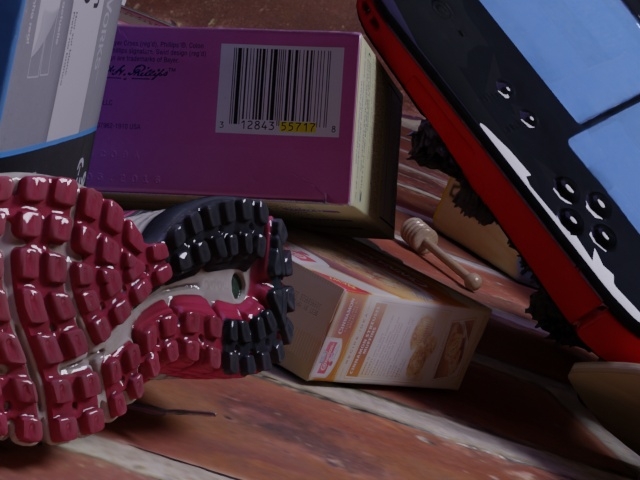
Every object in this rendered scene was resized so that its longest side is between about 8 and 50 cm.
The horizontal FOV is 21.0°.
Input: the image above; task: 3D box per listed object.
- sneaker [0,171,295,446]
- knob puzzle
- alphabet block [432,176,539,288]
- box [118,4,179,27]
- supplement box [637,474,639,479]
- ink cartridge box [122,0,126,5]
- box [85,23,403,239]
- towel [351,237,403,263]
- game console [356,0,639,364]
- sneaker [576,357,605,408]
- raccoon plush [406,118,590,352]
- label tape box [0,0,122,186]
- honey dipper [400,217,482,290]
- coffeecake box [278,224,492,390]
[{"bbox_3d":[-0.128,0.037,0.828,0.112,0.120,0.299,-6,-5,29],"label":"sneaker"},{"bbox_3d":[0.260,0.125,1.170,0.213,0.030,0.213,27,-19,10],"label":"knob puzzle"},{"bbox_3d":[0.281,-0.049,2.030,0.192,0.193,0.197,19,9,-33],"label":"alphabet block"},{"bbox_3d":[-0.195,-0.157,1.706,0.149,0.126,0.232,22,9,0],"label":"box"},{"bbox_3d":[0.286,0.180,1.025,0.188,0.080,0.104,26,10,26],"label":"supplement box"},{"bbox_3d":[-0.289,-0.253,1.784,0.045,0.208,0.206,30,11,38],"label":"ink cartridge box"},{"bbox_3d":[-0.061,-0.074,1.243,0.214,0.117,0.243,3,-5,10],"label":"box"},{"bbox_3d":[0.000,0.000,1.575,0.110,0.027,0.148,31,11,38],"label":"towel"},{"bbox_3d":[0.232,-0.093,1.307,0.386,0.060,0.342,-26,81,-49],"label":"game console"},{"bbox_3d":[0.289,0.122,1.323,0.083,0.098,0.224,15,11,-40],"label":"sneaker"},{"bbox_3d":[0.286,-0.024,1.457,0.446,0.216,0.299,21,-18,49],"label":"raccoon plush"},{"bbox_3d":[-0.183,-0.109,1.004,0.115,0.249,0.348,13,8,6],"label":"label tape box"},{"bbox_3d":[0.126,0.017,1.794,0.030,0.030,0.160,18,13,-26],"label":"honey dipper"},{"bbox_3d":[0.006,0.042,1.195,0.142,0.068,0.185,28,11,35],"label":"coffeecake box"}]
